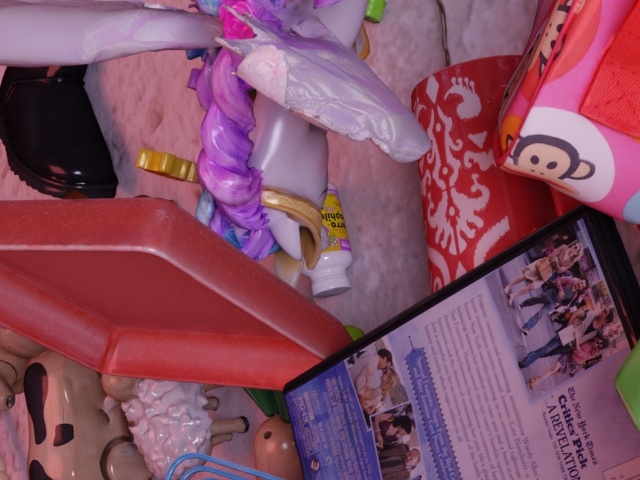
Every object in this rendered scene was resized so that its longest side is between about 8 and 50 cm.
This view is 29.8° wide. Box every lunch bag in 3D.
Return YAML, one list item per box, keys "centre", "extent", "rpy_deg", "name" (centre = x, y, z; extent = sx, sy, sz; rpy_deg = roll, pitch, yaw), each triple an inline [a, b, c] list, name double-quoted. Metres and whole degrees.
- centre: [0.177, -0.153, 0.534]
  extent: [0.120, 0.258, 0.293]
  rpy_deg: [25, 114, 5]
  name: "lunch bag"

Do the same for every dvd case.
- centre: [0.082, 0.115, 0.648]
  extent: [0.253, 0.022, 0.180]
  rpy_deg: [-35, 59, 39]
  name: "dvd case"

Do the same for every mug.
- centre: [0.125, -0.024, 0.723]
  extent: [0.150, 0.113, 0.169]
  rpy_deg: [-25, 67, 47]
  name: "mug"

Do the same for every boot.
- centre: [-0.260, -0.175, 1.195]
  extent: [0.246, 0.094, 0.207]
  rpy_deg: [45, 128, 48]
  name: "boot"

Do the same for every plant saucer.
- centre: [-0.124, 0.035, 0.784]
  extent: [0.259, 0.258, 0.047]
  rpy_deg: [-1, 66, 33]
  name: "plant saucer"

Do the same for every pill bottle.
- centre: [0.000, 0.000, 0.921]
  extent: [0.043, 0.043, 0.083]
  rpy_deg: [-28, 70, 48]
  name: "pill bottle"

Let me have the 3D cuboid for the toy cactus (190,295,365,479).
- centre: [-0.028, 0.130, 0.928]
  extent: [0.219, 0.112, 0.180]
  rpy_deg: [28, 122, 38]
  name: "toy cactus"

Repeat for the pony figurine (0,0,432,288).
- centre: [-0.033, -0.149, 0.695]
  extent: [0.303, 0.351, 0.363]
  rpy_deg: [17, 92, 24]
  name: "pony figurine"

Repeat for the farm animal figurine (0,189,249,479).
- centre: [-0.245, 0.116, 1.122]
  extent: [0.330, 0.172, 0.326]
  rpy_deg: [-42, 59, 43]
  name: "farm animal figurine"

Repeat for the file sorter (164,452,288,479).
- centre: [-0.058, 0.233, 0.872]
  extent: [0.170, 0.118, 0.104]
  rpy_deg: [83, -155, -66]
  name: "file sorter"

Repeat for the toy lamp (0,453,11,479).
- centre: [-0.364, 0.270, 1.349]
  extent: [0.080, 0.080, 0.274]
  rpy_deg: [-54, 50, 37]
  name: "toy lamp"

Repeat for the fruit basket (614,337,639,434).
- centre: [0.306, 0.036, 0.323]
  extent: [0.283, 0.392, 0.392]
  rpy_deg: [42, 135, -11]
  name: "fruit basket"

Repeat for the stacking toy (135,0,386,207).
- centre: [-0.048, -0.118, 0.951]
  extent: [0.221, 0.052, 0.166]
  rpy_deg: [13, 86, 44]
  name: "stacking toy"
